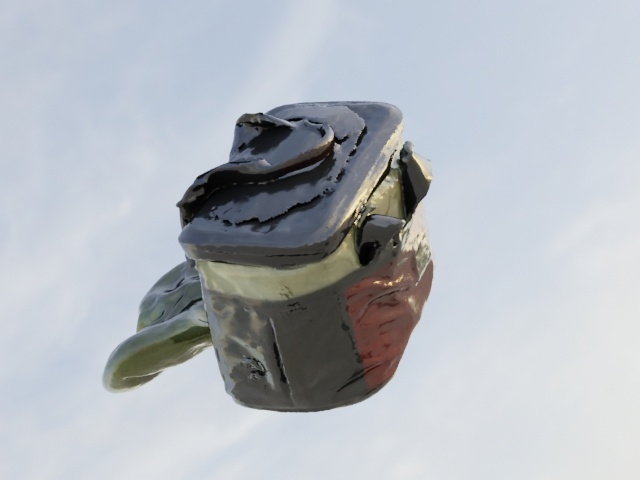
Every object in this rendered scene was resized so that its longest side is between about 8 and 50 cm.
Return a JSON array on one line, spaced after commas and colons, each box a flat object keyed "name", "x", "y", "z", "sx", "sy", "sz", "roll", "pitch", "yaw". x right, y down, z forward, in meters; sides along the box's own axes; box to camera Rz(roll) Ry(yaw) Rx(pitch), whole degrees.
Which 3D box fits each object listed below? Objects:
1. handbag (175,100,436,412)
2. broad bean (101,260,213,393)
[{"name": "handbag", "x": 0.000, "y": 0.000, "z": 1.389, "sx": 0.181, "sy": 0.254, "sz": 0.181, "roll": -2, "pitch": -58, "yaw": 21}, {"name": "broad bean", "x": -0.120, "y": 0.077, "z": 1.546, "sx": 0.153, "sy": 0.072, "sz": 0.207, "roll": -33, "pitch": 12, "yaw": 16}]
